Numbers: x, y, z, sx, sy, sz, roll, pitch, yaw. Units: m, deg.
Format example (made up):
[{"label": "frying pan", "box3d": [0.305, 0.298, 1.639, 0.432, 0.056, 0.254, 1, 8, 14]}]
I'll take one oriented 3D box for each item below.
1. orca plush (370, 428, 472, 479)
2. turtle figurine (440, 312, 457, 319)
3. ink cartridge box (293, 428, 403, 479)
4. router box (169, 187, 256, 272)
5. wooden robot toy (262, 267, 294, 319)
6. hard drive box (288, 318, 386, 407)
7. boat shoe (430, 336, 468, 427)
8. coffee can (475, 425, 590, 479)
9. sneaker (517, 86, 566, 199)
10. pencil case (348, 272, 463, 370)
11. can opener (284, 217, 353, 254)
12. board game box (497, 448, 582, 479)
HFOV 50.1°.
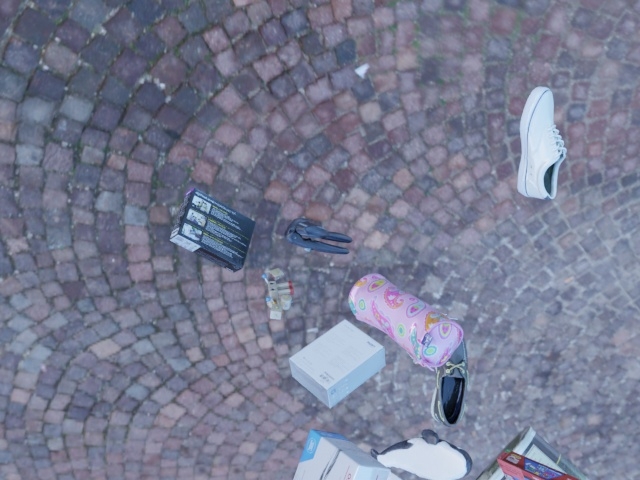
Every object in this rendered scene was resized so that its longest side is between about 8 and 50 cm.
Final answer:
[{"label": "orca plush", "box3d": [0.273, 0.566, 1.754, 0.287, 0.151, 0.102, -31, 156, 36]}, {"label": "turtle figurine", "box3d": [0.334, 0.283, 2.141, 0.234, 0.118, 0.175, 22, 155, 20]}, {"label": "ink cartridge box", "box3d": [0.034, 0.353, 0.983, 0.060, 0.180, 0.104, 21, 85, -29]}, {"label": "router box", "box3d": [-0.247, -0.023, 1.595, 0.179, 0.133, 0.046, 31, 146, -27]}, {"label": "wooden robot toy", "box3d": [-0.109, 0.152, 1.777, 0.076, 0.173, 0.079, -1, 127, -11]}, {"label": "hard drive box", "box3d": [0.053, 0.366, 2.068, 0.232, 0.181, 0.089, -31, 133, -27]}, {"label": "boat shoe", "box3d": [0.302, 0.308, 1.561, 0.081, 0.069, 0.227, 4, 89, -12]}, {"label": "coffee can", "box3d": [0.380, 0.469, 1.100, 0.201, 0.275, 0.201, -43, 162, -18]}, {"label": "sneaker", "box3d": [0.504, -0.213, 1.526, 0.094, 0.091, 0.258, -28, 125, -34]}, {"label": "pencil case", "box3d": [0.181, 0.175, 1.515, 0.124, 0.284, 0.124, -15, 118, -29]}, {"label": "can opener", "box3d": [0.000, 0.000, 1.365, 0.186, 0.073, 0.059, 21, 97, -51]}, {"label": "board game box", "box3d": [0.356, 0.371, 0.874, 0.027, 0.281, 0.145, -34, 107, -23]}]
